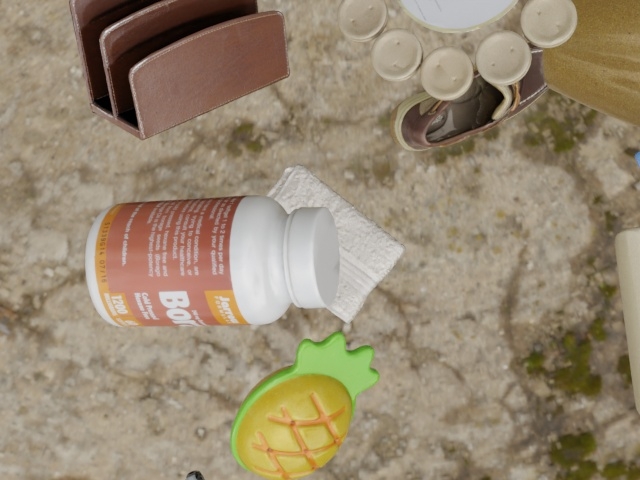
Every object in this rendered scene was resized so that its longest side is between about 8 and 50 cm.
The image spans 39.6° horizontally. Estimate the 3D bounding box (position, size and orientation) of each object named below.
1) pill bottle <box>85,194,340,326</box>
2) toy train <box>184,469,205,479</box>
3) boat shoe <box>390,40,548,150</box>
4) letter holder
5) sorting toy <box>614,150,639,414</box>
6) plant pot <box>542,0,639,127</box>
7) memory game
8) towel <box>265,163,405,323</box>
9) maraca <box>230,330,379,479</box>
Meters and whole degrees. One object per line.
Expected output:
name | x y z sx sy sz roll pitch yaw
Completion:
pill bottle | -0.097 0.019 0.827 0.216 0.121 0.121 -3 120 17
toy train | -0.138 0.368 1.141 0.027 0.036 0.158 -20 95 3
boat shoe | 0.287 -0.241 1.500 0.342 0.123 0.123 -25 110 -17
letter holder | -0.215 -0.327 1.403 0.302 0.152 0.214 -30 133 -33
sorting toy | 0.371 0.070 0.783 0.196 0.047 0.347 -8 92 18
plant pot | 0.362 -0.200 0.889 0.254 0.237 0.237 10 123 25
memory game | 0.094 -0.189 0.602 0.186 0.012 0.186 -1 87 18
towel | 0.000 0.000 1.671 0.282 0.049 0.187 38 87 13
maraca | -0.016 0.174 0.923 0.127 0.099 0.185 27 106 -34
